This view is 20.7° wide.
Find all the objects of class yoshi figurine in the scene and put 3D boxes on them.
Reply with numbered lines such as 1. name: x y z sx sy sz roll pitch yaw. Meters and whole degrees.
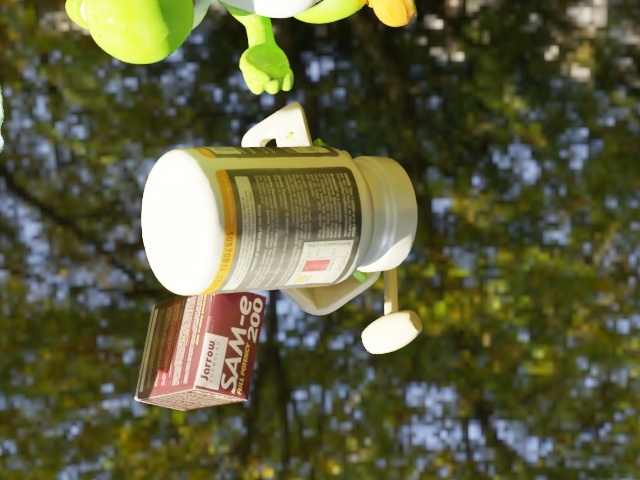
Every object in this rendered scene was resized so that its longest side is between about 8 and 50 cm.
1. yoshi figurine: -0.089 -0.256 1.785 0.362 0.203 0.203 -9 173 4

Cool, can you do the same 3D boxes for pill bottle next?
1. pill bottle: -0.043 -0.025 1.933 0.278 0.162 0.162 -2 -161 -32

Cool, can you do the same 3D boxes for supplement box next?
1. supplement box: -0.148 0.132 2.123 0.073 0.130 0.239 14 168 -20

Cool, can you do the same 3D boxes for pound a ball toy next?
1. pound a ball toy: 0.000 0.000 2.288 0.136 0.208 0.319 -34 -142 17

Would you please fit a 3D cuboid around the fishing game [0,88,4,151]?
1. fishing game: -0.402 -0.104 1.849 0.189 0.264 0.041 -20 154 24
